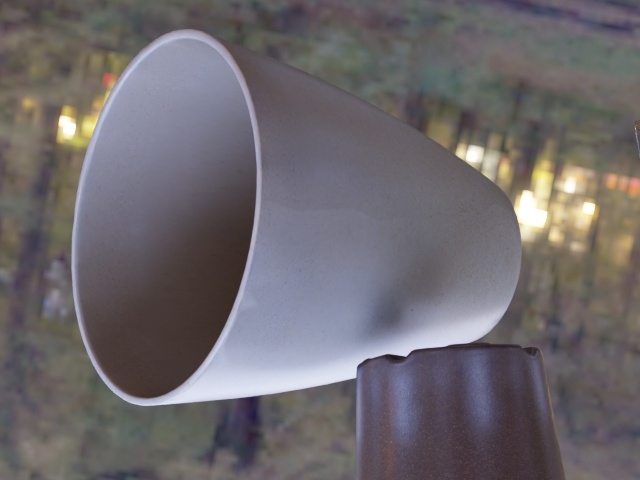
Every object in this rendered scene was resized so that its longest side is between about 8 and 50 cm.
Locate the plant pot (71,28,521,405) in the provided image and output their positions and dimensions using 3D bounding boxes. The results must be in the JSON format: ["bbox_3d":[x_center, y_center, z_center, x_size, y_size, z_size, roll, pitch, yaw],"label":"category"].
[{"bbox_3d":[0.000,0.000,1.315,0.274,0.257,0.256,9,-176,-35],"label":"plant pot"}]

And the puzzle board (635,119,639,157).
[{"bbox_3d":[0.291,-0.048,1.368,0.096,0.128,0.011,-8,140,9],"label":"puzzle board"}]

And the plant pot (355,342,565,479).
[{"bbox_3d":[0.090,0.157,1.196,0.167,0.165,0.167,-5,168,-1],"label":"plant pot"}]
